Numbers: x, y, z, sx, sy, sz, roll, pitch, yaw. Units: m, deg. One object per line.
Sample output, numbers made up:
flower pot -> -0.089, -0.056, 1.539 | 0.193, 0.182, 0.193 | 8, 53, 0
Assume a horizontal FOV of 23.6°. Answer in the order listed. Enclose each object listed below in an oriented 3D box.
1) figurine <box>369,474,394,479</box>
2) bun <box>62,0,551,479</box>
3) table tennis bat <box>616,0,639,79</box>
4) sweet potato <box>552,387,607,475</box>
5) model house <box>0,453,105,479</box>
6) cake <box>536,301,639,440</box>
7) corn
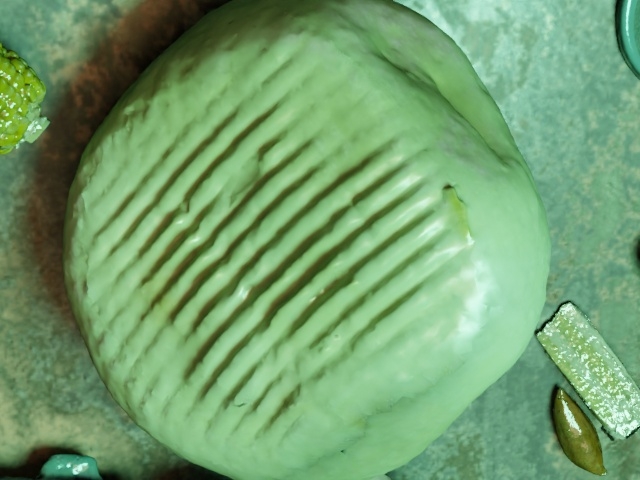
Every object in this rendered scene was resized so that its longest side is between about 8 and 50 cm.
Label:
figurine -> -0.026, 0.247, 1.227 | 0.236, 0.162, 0.141 | 6, 71, -28
bun -> 0.000, 0.000, 1.091 | 0.361, 0.213, 0.361 | 3, 96, 26
table tennis bat -> 0.346, -0.188, 1.190 | 0.237, 0.038, 0.149 | -11, 116, -5
sweet potato -> 0.222, 0.167, 1.328 | 0.034, 0.034, 0.095 | -27, 107, 0
model house -> -0.286, 0.290, 1.199 | 0.280, 0.230, 0.249 | 7, 71, -18
cake -> 0.229, 0.109, 1.304 | 0.052, 0.065, 0.121 | -38, 94, 6
corn -> -0.287, -0.136, 1.044 | 0.238, 0.080, 0.080 | 33, 104, -25
